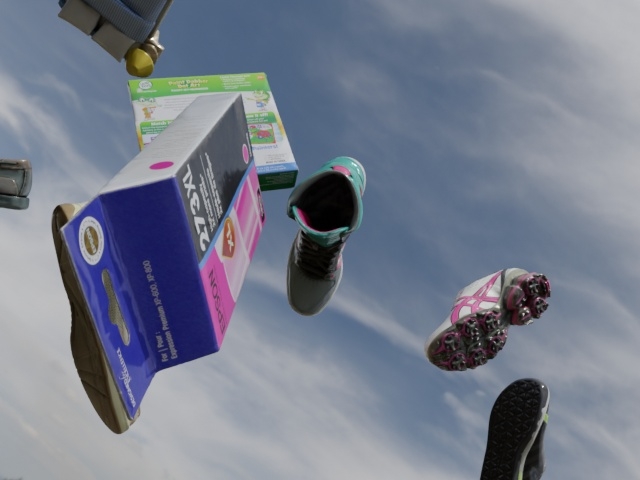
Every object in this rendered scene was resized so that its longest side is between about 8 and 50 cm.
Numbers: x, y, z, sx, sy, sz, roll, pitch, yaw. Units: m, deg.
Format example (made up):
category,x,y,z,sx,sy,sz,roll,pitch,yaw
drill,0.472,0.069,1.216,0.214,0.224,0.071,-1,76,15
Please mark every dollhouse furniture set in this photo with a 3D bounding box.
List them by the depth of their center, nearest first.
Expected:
category,x,y,z,sx,sy,sz,roll,pitch,yaw
dollhouse furniture set,-0.299,-0.370,0.713,0.303,0.198,0.286,38,-49,-16

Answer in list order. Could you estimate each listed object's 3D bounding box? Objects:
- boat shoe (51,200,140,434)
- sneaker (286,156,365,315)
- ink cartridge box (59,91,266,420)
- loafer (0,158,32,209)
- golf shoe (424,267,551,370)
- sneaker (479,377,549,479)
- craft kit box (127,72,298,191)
category,x,y,z,sx,sy,sz,roll,pitch,yaw
boat shoe,-0.266,0.096,0.751,0.109,0.098,0.303,-6,-84,49
sneaker,0.000,0.000,0.970,0.123,0.178,0.296,17,-83,9
ink cartridge box,-0.125,-0.018,0.580,0.069,0.371,0.176,-4,-63,9
loafer,-0.578,-0.110,0.867,0.267,0.084,0.096,12,0,-27
golf shoe,0.188,0.094,0.696,0.086,0.186,0.068,14,-53,58
sneaker,0.329,0.339,0.955,0.097,0.235,0.084,15,4,-35
craft kit box,-0.190,-0.184,0.995,0.061,0.249,0.247,109,-31,-56
